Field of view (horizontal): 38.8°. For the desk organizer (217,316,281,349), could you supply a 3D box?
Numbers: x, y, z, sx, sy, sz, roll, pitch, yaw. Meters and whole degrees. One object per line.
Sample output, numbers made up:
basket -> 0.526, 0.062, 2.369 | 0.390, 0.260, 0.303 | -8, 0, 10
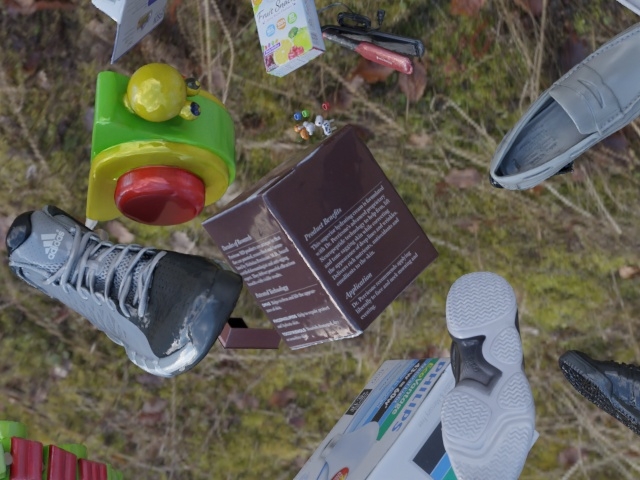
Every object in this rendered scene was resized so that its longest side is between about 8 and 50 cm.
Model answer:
desk organizer -> -0.144, 0.192, 1.880 | 0.130, 0.047, 0.050 | 5, 117, -33

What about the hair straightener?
hair straightener -> 0.077, -0.348, 1.528 | 0.230, 0.089, 0.047 | 23, 157, 31

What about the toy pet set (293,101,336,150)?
toy pet set -> -0.022, -0.197, 1.760 | 0.122, 0.065, 0.114 | -9, 104, 59

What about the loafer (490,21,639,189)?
loafer -> 0.366, -0.183, 1.260 | 0.112, 0.111, 0.319 | 49, 116, 12

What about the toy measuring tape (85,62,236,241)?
toy measuring tape -> -0.139, -0.047, 0.766 | 0.121, 0.121, 0.330 | 19, 153, -8

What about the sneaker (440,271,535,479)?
sneaker -> 0.200, 0.182, 1.064 | 0.101, 0.268, 0.153 | -4, 148, 14

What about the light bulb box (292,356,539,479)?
light bulb box -> 0.162, 0.427, 1.729 | 0.225, 0.358, 0.361 | 41, 163, -6

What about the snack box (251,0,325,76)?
snack box -> -0.053, -0.344, 1.434 | 0.100, 0.141, 0.037 | -21, 165, 36

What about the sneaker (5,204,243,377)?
sneaker -> -0.153, 0.026, 0.629 | 0.132, 0.086, 0.229 | 35, 161, -24

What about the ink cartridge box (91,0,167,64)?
ink cartridge box -> -0.294, -0.486, 1.527 | 0.072, 0.303, 0.307 | 23, 117, -4

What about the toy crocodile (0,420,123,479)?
toy crocodile -> -0.360, 0.313, 1.199 | 0.105, 0.115, 0.340 | -19, 149, 18

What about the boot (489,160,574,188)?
boot -> 0.358, -0.119, 1.531 | 0.121, 0.099, 0.045 | -13, 94, -17

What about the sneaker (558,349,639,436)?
sneaker -> 0.321, 0.141, 0.867 | 0.170, 0.089, 0.051 | 39, 164, 26

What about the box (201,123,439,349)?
box -> 0.000, 0.000, 1.125 | 0.203, 0.168, 0.167 | 56, 147, -9

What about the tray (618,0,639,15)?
tray -> 0.379, -0.262, 0.945 | 0.145, 0.270, 0.030 | -31, 145, -14
